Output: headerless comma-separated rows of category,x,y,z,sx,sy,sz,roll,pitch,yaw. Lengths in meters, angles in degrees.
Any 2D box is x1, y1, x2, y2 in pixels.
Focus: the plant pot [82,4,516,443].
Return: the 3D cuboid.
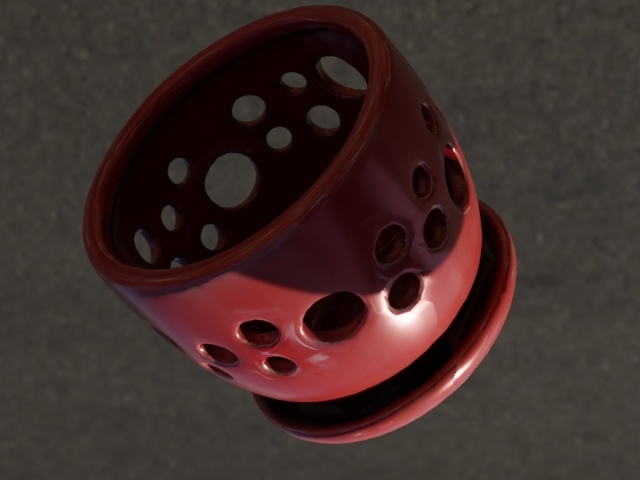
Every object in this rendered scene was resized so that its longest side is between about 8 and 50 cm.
plant pot,0.000,0.000,1.004,0.191,0.191,0.174,-18,130,33
